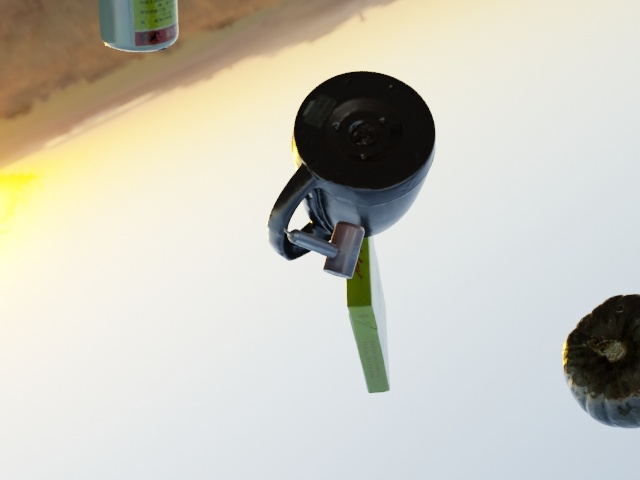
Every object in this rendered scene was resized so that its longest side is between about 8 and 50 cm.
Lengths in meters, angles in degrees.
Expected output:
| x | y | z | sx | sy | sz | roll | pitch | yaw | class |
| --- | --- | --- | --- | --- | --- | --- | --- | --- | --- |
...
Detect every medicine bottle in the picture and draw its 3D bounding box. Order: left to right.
| x | y | z | sx | sy | sz | roll | pitch | yaw | class |
| --- | --- | --- | --- | --- | --- | --- | --- | --- | --- |
| -0.317 | -0.449 | 2.039 | 0.139 | 0.225 | 0.139 | 1 | -152 | 0 | medicine bottle |

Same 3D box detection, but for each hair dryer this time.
| x | y | z | sx | sy | sz | roll | pitch | yaw | class |
| --- | --- | --- | --- | --- | --- | --- | --- | --- | --- |
| 0.000 | 0.000 | 1.387 | 0.114 | 0.063 | 0.037 | 21 | 171 | -39 | hair dryer |

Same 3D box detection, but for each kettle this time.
| x | y | z | sx | sy | sz | roll | pitch | yaw | class |
| --- | --- | --- | --- | --- | --- | --- | --- | --- | --- |
| 0.055 | -0.081 | 1.779 | 0.271 | 0.207 | 0.251 | 90 | 19 | -65 | kettle |

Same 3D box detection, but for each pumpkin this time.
| x | y | z | sx | sy | sz | roll | pitch | yaw | class |
| --- | --- | --- | --- | --- | --- | --- | --- | --- | --- |
| 0.491 | 0.190 | 1.870 | 0.223 | 0.224 | 0.157 | -21 | 147 | 31 | pumpkin |

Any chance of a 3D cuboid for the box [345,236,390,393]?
| x | y | z | sx | sy | sz | roll | pitch | yaw | class |
| --- | --- | --- | --- | --- | --- | --- | --- | --- | --- |
| 0.081 | 0.110 | 2.029 | 0.047 | 0.187 | 0.335 | -5 | 148 | 7 | box |
